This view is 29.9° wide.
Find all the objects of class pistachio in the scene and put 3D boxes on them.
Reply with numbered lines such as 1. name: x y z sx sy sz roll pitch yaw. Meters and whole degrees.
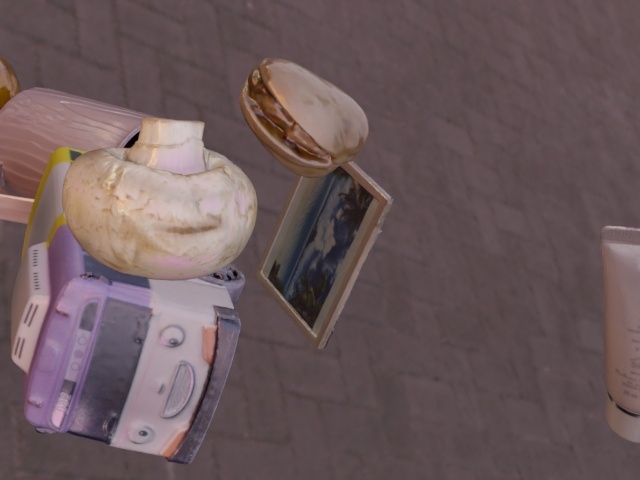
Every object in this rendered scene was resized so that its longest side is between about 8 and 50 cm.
1. pistachio: -0.018 -0.132 1.279 0.149 0.113 0.113 47 34 -15

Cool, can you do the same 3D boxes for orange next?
1. orange: -0.544 -0.249 1.938 0.170 0.112 0.160 38 -26 46

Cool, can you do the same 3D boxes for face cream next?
1. face cream: 0.362 0.103 1.295 0.314 0.143 0.089 83 19 -47

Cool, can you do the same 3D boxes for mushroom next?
1. mushroom: -0.068 -0.019 0.510 0.083 0.083 0.068 -10 109 -57

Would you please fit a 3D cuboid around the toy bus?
1. toy bus: -0.253 0.063 1.489 0.249 0.209 0.440 14 22 -20

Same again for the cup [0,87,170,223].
1. cup: -0.377 -0.093 1.863 0.288 0.273 0.208 -56 148 -26

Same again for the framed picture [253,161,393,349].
1. framed picture: 0.000 0.000 2.097 0.024 0.315 0.232 2 32 -41
